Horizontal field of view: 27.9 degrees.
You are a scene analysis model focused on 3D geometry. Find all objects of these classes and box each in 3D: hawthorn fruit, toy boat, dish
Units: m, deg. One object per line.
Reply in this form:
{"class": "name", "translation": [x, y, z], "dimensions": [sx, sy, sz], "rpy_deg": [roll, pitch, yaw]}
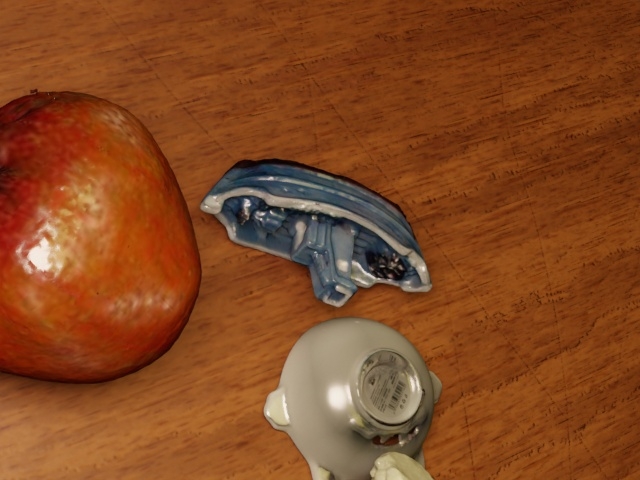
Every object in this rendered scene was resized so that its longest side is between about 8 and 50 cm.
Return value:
{"class": "hawthorn fruit", "translation": [-0.261, 0.012, 1.295], "dimensions": [0.295, 0.295, 0.311], "rpy_deg": [-45, 122, -32]}
{"class": "toy boat", "translation": [0.000, 0.000, 1.517], "dimensions": [0.309, 0.129, 0.142], "rpy_deg": [21, 51, -21]}
{"class": "dish", "translation": [0.067, 0.192, 1.522], "dimensions": [0.236, 0.086, 0.228], "rpy_deg": [-32, 91, -33]}

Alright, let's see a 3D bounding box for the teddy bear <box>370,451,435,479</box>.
{"class": "teddy bear", "translation": [0.066, 0.491, 1.411], "dimensions": [0.327, 0.362, 0.375], "rpy_deg": [37, 14, -34]}
